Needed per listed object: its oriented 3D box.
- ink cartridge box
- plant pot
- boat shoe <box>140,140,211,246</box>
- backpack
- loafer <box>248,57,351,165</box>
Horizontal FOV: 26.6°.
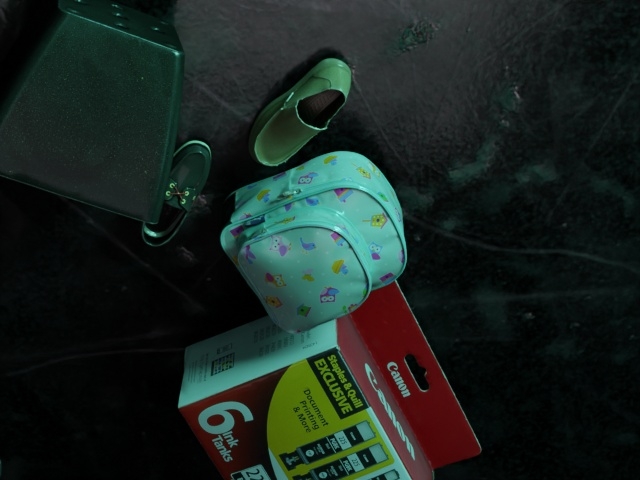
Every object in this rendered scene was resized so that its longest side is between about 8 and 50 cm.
[{"bbox_3d":[0.023,0.227,1.619,0.272,0.130,0.309,-23,118,12],"label":"ink cartridge box"},{"bbox_3d":[-0.228,-0.148,1.345,0.188,0.187,0.167,17,107,-17],"label":"plant pot"},{"bbox_3d":[-0.158,-0.050,1.494,0.049,0.042,0.133,25,117,-19],"label":"boat shoe"},{"bbox_3d":[0.000,0.000,1.486,0.188,0.144,0.166,-27,117,8],"label":"backpack"},{"bbox_3d":[-0.024,-0.132,1.447,0.056,0.050,0.148,31,115,-24],"label":"loafer"}]
